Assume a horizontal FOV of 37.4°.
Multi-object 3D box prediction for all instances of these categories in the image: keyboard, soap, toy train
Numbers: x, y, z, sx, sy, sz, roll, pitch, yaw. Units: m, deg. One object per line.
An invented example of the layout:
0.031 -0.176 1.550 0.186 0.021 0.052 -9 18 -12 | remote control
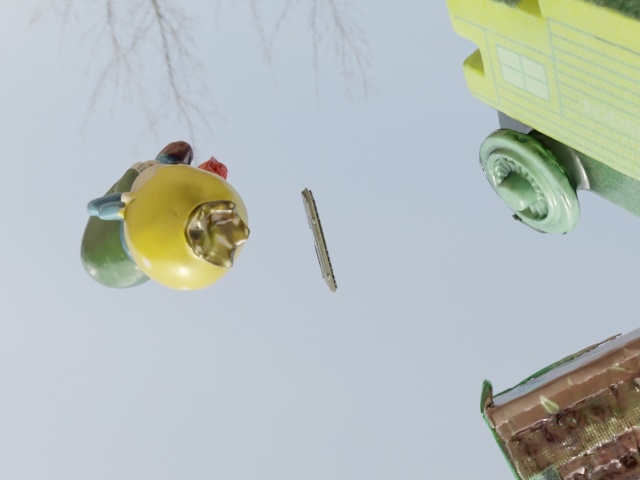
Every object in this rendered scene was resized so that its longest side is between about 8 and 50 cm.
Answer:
0.000 0.000 1.182 0.015 0.129 0.049 -17 -158 -7 | keyboard
0.330 0.196 1.017 0.273 0.098 0.218 -28 -98 6 | soap
0.263 -0.088 0.643 0.179 0.272 0.442 -39 -133 -15 | toy train

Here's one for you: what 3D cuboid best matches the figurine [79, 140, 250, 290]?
-0.126 -0.032 0.898 0.185 0.127 0.234 -47 -167 -32 | figurine
